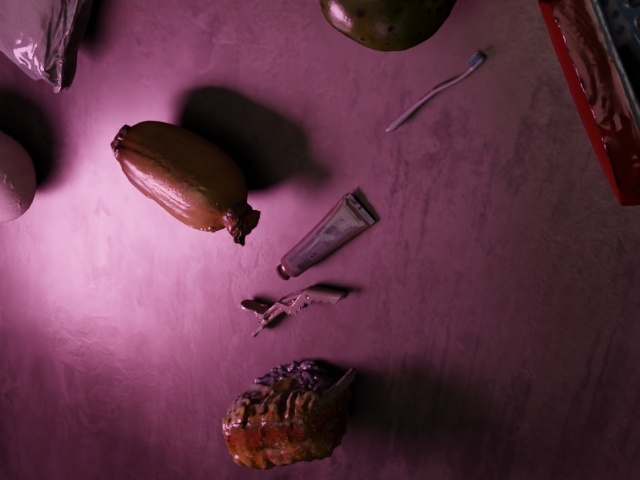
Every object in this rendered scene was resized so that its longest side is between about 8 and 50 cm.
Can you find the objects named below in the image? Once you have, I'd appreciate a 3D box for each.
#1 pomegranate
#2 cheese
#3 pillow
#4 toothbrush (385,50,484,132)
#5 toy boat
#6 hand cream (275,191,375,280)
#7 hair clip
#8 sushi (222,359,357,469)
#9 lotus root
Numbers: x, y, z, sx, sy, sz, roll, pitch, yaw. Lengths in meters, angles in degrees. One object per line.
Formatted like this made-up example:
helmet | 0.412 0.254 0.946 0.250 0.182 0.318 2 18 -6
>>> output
pomegranate | 0.085 -0.376 1.450 0.263 0.211 0.211 -128 34 -60
cheese | -0.642 -0.126 2.000 0.189 0.154 0.198 14 119 18
pillow | -0.515 -0.447 1.776 0.283 0.138 0.310 35 129 12
toothbrush | 0.171 -0.220 1.568 0.022 0.017 0.204 45 127 -10
toy boat | 0.410 -0.198 1.375 0.133 0.145 0.332 -22 103 7
hand cream | 0.000 0.000 1.765 0.209 0.043 0.067 -39 93 32
hair clip | -0.053 0.109 1.850 0.226 0.034 0.072 -24 99 35
sushi | -0.047 0.315 1.861 0.274 0.184 0.139 -9 113 28
lotus root | -0.226 -0.110 1.782 0.303 0.131 0.146 34 149 12
